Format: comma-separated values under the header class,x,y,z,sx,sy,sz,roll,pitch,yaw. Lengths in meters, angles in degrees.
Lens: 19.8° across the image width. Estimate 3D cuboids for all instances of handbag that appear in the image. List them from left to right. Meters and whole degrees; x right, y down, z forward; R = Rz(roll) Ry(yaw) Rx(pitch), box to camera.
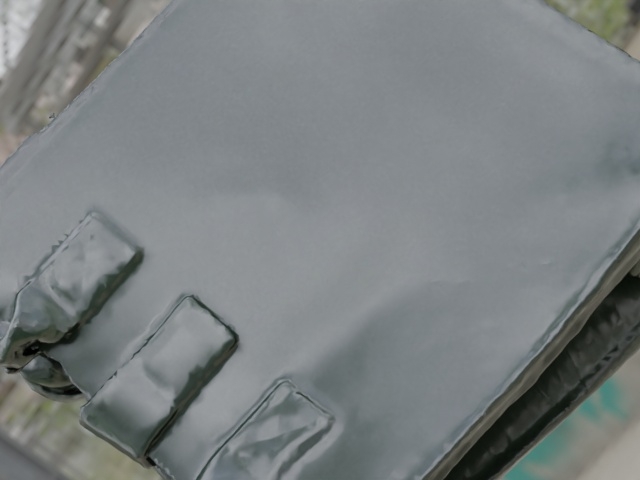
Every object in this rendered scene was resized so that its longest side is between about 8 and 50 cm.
class,x,y,z,sx,sy,sz,roll,pitch,yaw
handbag,0.001,0.000,0.756,0.260,0.247,0.079,-46,-31,-6
